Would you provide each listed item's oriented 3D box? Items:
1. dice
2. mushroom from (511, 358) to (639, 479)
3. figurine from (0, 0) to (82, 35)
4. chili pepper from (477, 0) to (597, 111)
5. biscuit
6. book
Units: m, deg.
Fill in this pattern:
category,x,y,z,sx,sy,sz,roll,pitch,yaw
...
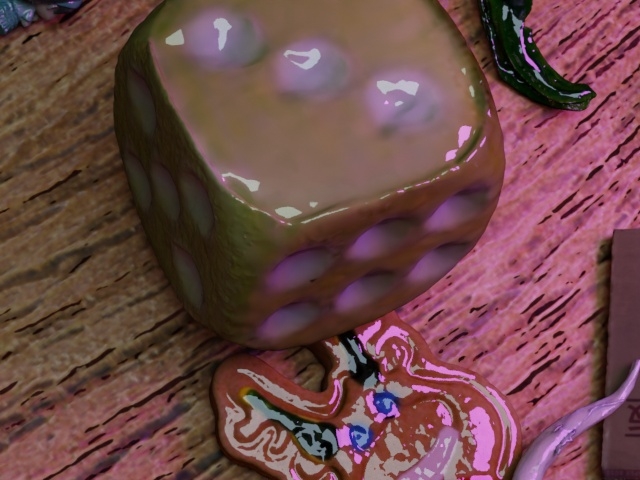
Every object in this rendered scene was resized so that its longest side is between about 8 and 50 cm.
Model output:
category,x,y,z,sx,sy,sz,roll,pitch,yaw
dice,-0.014,-0.068,1.120,0.238,0.226,0.233,-19,62,-19
mushroom,0.189,0.213,1.174,0.068,0.043,0.306,39,60,-26
figurine,-0.255,-0.208,1.229,0.106,0.047,0.060,-25,45,-12
chili pepper,0.189,-0.197,1.328,0.073,0.050,0.182,-15,80,-24
biscuit,0.067,0.178,1.189,0.334,0.047,0.202,43,69,1
book,0.327,0.097,1.243,0.161,0.026,0.230,-2,71,22
